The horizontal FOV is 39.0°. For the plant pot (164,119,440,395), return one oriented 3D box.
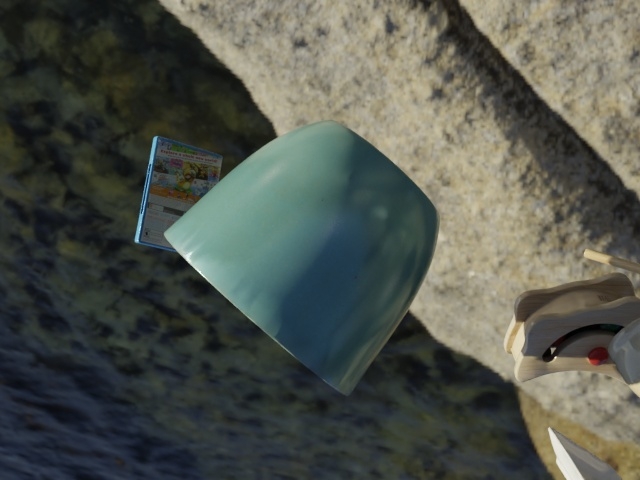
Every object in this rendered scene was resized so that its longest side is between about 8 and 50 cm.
[{"bbox_3d":[0.000,0.000,1.084,0.293,0.235,0.293,41,177,3],"label":"plant pot"}]

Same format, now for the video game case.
[{"bbox_3d":[-0.218,-0.066,1.403,0.119,0.166,0.015,15,170,-35],"label":"video game case"}]

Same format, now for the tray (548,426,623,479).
[{"bbox_3d":[0.371,0.349,1.108,0.145,0.270,0.030,33,106,-26],"label":"tray"}]

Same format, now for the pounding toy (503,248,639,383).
[{"bbox_3d":[0.394,0.116,1.296,0.269,0.155,0.154,-12,119,3],"label":"pounding toy"}]

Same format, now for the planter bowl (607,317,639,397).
[{"bbox_3d":[0.448,0.156,1.103,0.162,0.109,0.162,-9,147,-6],"label":"planter bowl"}]
